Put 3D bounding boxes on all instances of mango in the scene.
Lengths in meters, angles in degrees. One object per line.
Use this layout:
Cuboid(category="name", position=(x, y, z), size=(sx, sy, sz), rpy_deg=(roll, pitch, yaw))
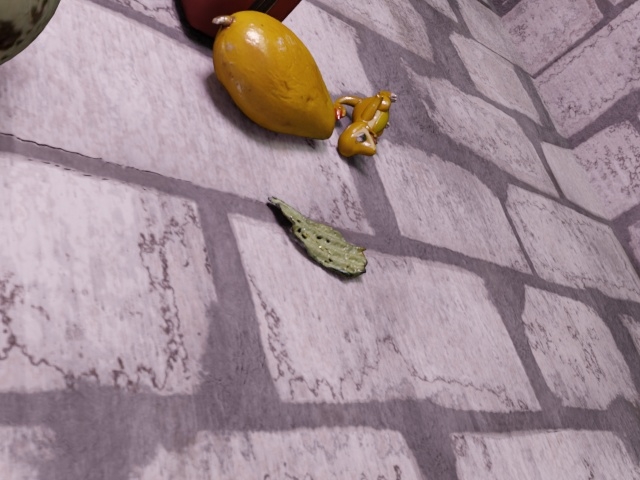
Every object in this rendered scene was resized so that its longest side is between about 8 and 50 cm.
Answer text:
Cuboid(category="mango", position=(-0.072, -0.268, 1.254), size=(0.317, 0.119, 0.176), rpy_deg=(32, 54, -47))

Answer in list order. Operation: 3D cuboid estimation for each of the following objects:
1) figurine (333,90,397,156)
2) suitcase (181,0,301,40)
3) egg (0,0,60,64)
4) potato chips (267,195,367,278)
Cuboid(category="figurine", position=(0.068, -0.228, 1.446), size=(0.122, 0.121, 0.176), rpy_deg=(22, 45, 4))
Cuboid(category="suitcase", position=(-0.144, -0.505, 1.293), size=(0.161, 0.236, 0.297), rpy_deg=(14, 49, -44))
Cuboid(category="egg", position=(-0.403, -0.331, 0.762), size=(0.288, 0.287, 0.379), rpy_deg=(27, 32, -34))
Cuboid(category="potato chips", position=(0.000, 0.000, 1.184), size=(0.207, 0.028, 0.092), rpy_deg=(32, 36, -32))
